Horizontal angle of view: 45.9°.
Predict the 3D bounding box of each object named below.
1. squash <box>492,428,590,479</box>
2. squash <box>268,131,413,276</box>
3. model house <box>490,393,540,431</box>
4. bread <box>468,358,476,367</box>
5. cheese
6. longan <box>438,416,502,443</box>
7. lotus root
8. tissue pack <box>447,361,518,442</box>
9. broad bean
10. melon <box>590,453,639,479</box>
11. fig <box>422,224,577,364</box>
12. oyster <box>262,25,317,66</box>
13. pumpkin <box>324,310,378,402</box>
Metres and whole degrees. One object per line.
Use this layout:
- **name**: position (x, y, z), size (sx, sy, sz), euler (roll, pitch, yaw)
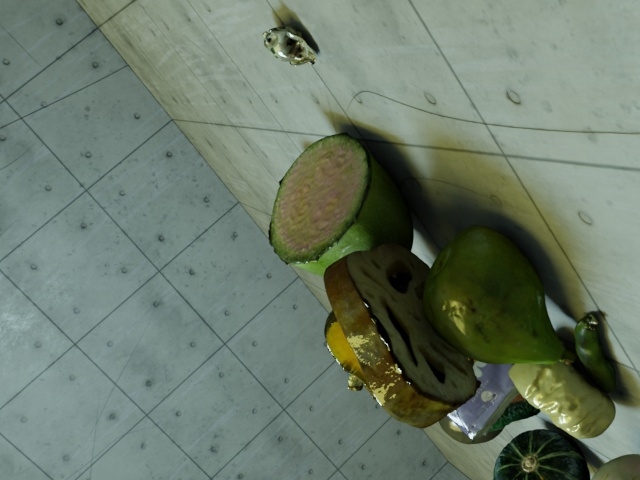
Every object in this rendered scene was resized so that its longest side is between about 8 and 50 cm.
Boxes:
- **squash**: position (0.589, 0.629, 2.015), size (0.165, 0.252, 0.252), euler (50, 170, -36)
- **squash**: position (0.096, -0.035, 1.667), size (0.309, 0.310, 0.310), euler (27, -177, -35)
- **model house**: position (0.407, 0.331, 1.972), size (0.291, 0.184, 0.253), euler (63, 173, -8)
- **bread**: position (0.311, 0.159, 1.674), size (0.229, 0.139, 0.143), euler (55, -164, -3)
- **cheese**: position (0.493, 0.300, 1.520), size (0.214, 0.117, 0.226), euler (45, -166, 30)
- **longan**: position (0.460, 0.530, 2.334), size (0.220, 0.196, 0.196), euler (38, 165, 31)
- **lotus root**: position (0.155, 0.162, 1.435), size (0.375, 0.111, 0.390), euler (45, -151, -24)
- **tissue pack**: position (0.322, 0.277, 1.828), size (0.344, 0.242, 0.125), euler (43, -159, 27)
- **broad bean**: position (0.505, 0.209, 1.399), size (0.065, 0.046, 0.254), euler (19, 151, 42)
- **melon**: position (0.673, 0.570, 1.566), size (0.223, 0.223, 0.317), euler (36, 164, 48)
- **fig**: position (0.325, 0.130, 1.367), size (0.314, 0.233, 0.233), euler (48, 170, 13)
- **oyster**: position (-0.070, -0.391, 1.511), size (0.108, 0.053, 0.166), euler (24, 172, -27)
- **pumpkin**: position (0.146, 0.235, 1.726), size (0.325, 0.242, 0.232), euler (47, -165, -14)
